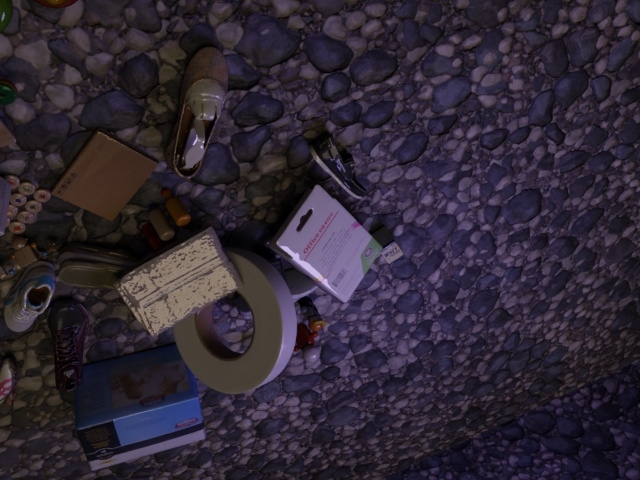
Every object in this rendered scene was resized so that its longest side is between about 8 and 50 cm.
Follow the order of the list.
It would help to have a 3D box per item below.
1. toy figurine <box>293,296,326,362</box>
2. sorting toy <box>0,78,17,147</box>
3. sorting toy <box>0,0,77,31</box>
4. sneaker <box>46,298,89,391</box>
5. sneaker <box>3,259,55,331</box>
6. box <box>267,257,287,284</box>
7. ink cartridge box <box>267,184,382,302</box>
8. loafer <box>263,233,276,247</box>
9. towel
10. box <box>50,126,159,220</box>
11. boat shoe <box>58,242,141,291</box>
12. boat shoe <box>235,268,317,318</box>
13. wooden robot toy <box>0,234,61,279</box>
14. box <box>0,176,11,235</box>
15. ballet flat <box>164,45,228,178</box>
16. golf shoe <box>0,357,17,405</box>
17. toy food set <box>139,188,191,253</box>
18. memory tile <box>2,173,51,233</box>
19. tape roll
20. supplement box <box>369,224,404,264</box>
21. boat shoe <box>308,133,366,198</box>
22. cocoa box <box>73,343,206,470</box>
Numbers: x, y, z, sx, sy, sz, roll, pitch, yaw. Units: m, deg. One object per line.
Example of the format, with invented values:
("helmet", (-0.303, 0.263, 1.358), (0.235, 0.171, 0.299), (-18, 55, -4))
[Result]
("toy figurine", (-0.096, 0.298, 1.925), (0.213, 0.148, 0.209), (-4, 130, -22))
("sorting toy", (-0.721, -0.239, 1.220), (0.274, 0.046, 0.132), (-17, 140, 2))
("sorting toy", (-0.599, -0.414, 1.080), (0.365, 0.126, 0.127), (-23, 135, -7))
("sneaker", (-0.680, 0.304, 1.644), (0.106, 0.162, 0.281), (-5, 131, -21))
("sneaker", (-0.746, 0.159, 1.537), (0.087, 0.092, 0.228), (15, 122, -36))
("box", (-0.140, 0.136, 1.708), (0.093, 0.158, 0.156), (-12, 177, -6))
("ink cartridge box", (0.000, 0.000, 1.686), (0.207, 0.119, 0.353), (-55, 134, -8))
("loafer", (-0.102, 0.006, 1.742), (0.125, 0.039, 0.045), (-5, 131, -22))
("towel", (-0.354, 0.104, 1.516), (0.282, 0.049, 0.187), (-29, 110, -4))
("box", (-0.508, -0.150, 1.426), (0.201, 0.021, 0.164), (-46, 132, 16))
("boat shoe", (-0.516, 0.072, 1.558), (0.302, 0.103, 0.113), (18, 127, -37))
("boat shoe", (-0.125, 0.170, 1.842), (0.267, 0.096, 0.088), (-26, 151, -11))
("wooden robot toy", (-0.725, 0.024, 1.465), (0.173, 0.076, 0.079), (-28, 100, 0))
("box", (-0.781, -0.119, 1.190), (0.121, 0.148, 0.311), (-19, 146, 13))
("ballet flat", (-0.272, -0.275, 1.368), (0.107, 0.106, 0.316), (4, 127, -28))
("golf shoe", (-0.900, 0.401, 1.693), (0.086, 0.067, 0.186), (8, 125, -29))
("toy food set", (-0.398, -0.020, 1.565), (0.111, 0.104, 0.232), (-26, 155, -21))
("memory tile", (-0.711, -0.082, 1.397), (0.148, 0.012, 0.113), (-45, 132, 17))
("tape roll", (-0.241, 0.215, 1.632), (0.392, 0.392, 0.072), (-53, 158, 23))
("supplement box", (0.205, 0.013, 1.862), (0.056, 0.083, 0.083), (-34, 134, 6))
("boat shoe", (0.064, -0.193, 1.616), (0.079, 0.084, 0.233), (-38, 131, 10))
("cocoa box", (-0.547, 0.496, 1.827), (0.347, 0.231, 0.228), (-12, 132, -16))
